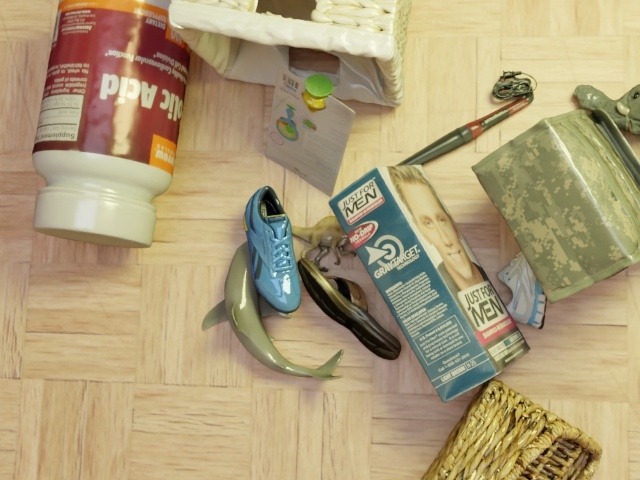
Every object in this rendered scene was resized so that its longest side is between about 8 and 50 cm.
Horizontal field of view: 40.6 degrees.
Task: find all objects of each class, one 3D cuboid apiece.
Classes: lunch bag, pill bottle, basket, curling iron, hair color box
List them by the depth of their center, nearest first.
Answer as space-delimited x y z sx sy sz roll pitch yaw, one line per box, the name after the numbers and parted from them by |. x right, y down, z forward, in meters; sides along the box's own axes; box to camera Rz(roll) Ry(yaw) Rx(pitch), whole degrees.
0.264 0.378 1.255 0.223 0.213 0.299 34 87 11 | basket
0.396 -0.065 1.279 0.169 0.287 0.235 -35 80 38 | lunch bag
0.169 0.055 1.321 0.105 0.174 0.347 -35 79 27 | hair color box
-0.016 -0.382 1.326 0.328 0.331 0.266 11 87 8 | basket
-0.339 -0.195 1.401 0.224 0.224 0.392 6 83 8 | pill bottle
0.238 -0.190 1.428 0.274 0.035 0.068 -36 76 0 | curling iron

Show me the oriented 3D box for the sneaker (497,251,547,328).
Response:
0.325 0.040 1.371 0.083 0.071 0.191 8 81 17 | sneaker

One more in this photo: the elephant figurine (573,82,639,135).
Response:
0.545 -0.191 1.341 0.186 0.169 0.239 -6 63 -23 | elephant figurine

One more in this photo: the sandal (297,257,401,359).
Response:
0.051 0.102 1.387 0.219 0.090 0.060 39 68 7 | sandal

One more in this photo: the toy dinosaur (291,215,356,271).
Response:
0.000 0.000 1.430 0.183 0.053 0.092 3 68 21 | toy dinosaur

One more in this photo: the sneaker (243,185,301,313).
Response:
-0.074 0.011 1.373 0.069 0.082 0.209 -6 66 -23 | sneaker

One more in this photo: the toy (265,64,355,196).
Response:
-0.011 -0.180 1.370 0.137 0.237 0.056 33 65 10 | toy

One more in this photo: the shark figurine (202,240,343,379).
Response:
-0.096 0.146 1.384 0.166 0.116 0.278 -38 78 2 | shark figurine
